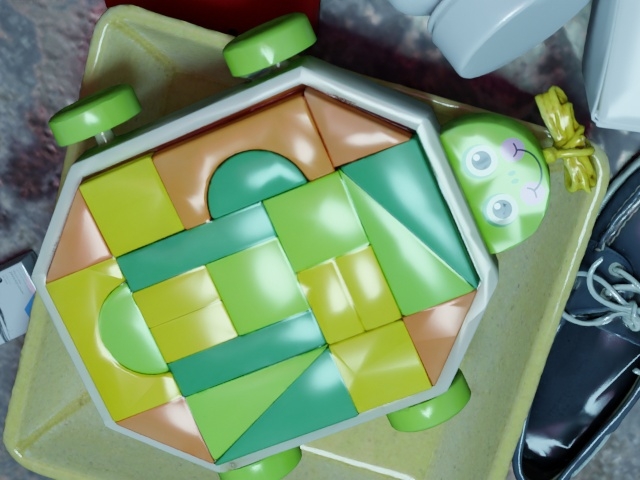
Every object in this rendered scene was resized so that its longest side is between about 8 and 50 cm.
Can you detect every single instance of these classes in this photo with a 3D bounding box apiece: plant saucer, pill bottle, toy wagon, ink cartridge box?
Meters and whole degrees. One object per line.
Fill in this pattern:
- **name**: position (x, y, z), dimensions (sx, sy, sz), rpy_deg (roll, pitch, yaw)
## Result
- **plant saucer**: position (-0.016, 0.037, 1.047), dimensions (0.332, 0.081, 0.333), rpy_deg (17, 109, 1)
- **pill bottle**: position (0.064, -0.206, 0.903), dimensions (0.119, 0.119, 0.208), rpy_deg (-36, 79, 17)
- **toy wagon**: position (0.000, 0.000, 0.954), dimensions (0.344, 0.068, 0.267), rpy_deg (-21, 104, 13)
- **ink cartridge box**: position (-0.229, 0.047, 1.104), dimensions (0.083, 0.028, 0.048), rpy_deg (-25, 103, 15)

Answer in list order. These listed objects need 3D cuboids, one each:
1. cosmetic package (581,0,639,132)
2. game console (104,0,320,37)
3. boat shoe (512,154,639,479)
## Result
- **cosmetic package**: position (0.270, -0.242, 0.878), dimensions (0.197, 0.155, 0.366), rpy_deg (9, 110, 2)
- **game console**: position (-0.063, -0.205, 1.008), dimensions (0.144, 0.085, 0.124), rpy_deg (10, 78, 4)
- **boat shoe**: position (0.191, 0.053, 1.025), dimensions (0.095, 0.079, 0.254), rpy_deg (30, 109, -3)
